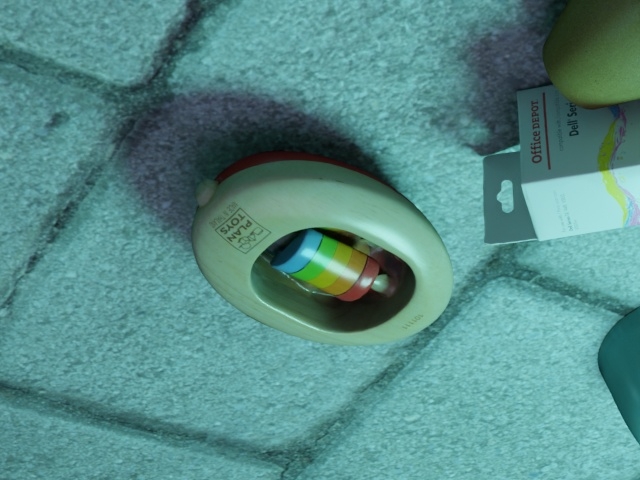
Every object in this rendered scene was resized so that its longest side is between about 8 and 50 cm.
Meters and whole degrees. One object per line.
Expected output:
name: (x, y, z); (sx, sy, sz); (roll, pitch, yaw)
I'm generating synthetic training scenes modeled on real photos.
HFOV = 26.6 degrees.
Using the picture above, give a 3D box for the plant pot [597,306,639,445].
plant pot: (0.653, 0.268, 2.333); (0.293, 0.235, 0.293); (-5, 136, -5)

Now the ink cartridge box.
ink cartridge box: (0.388, -0.124, 1.888); (0.353, 0.207, 0.119); (-10, 133, 15)

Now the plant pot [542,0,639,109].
plant pot: (0.416, -0.283, 1.762); (0.237, 0.237, 0.254); (22, 142, -28)

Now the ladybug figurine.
ladybug figurine: (0.000, 0.000, 2.003); (0.449, 0.162, 0.305); (31, 124, -34)
